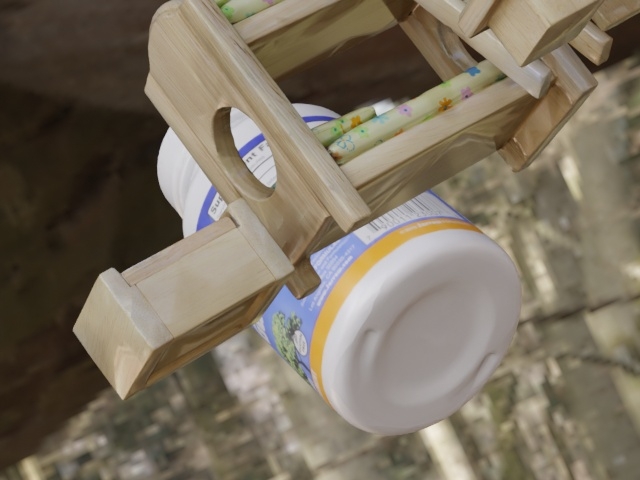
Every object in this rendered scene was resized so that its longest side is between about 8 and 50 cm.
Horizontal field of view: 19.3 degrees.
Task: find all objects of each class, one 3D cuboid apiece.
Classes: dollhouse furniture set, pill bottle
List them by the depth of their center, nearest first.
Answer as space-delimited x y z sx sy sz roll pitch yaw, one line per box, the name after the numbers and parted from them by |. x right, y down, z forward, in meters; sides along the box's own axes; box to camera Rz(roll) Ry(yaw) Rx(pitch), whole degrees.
0.003 -0.063 0.568 0.182 0.101 0.161 -29 -14 -31 | dollhouse furniture set
0.000 0.000 1.286 0.152 0.152 0.272 -25 41 -22 | pill bottle
